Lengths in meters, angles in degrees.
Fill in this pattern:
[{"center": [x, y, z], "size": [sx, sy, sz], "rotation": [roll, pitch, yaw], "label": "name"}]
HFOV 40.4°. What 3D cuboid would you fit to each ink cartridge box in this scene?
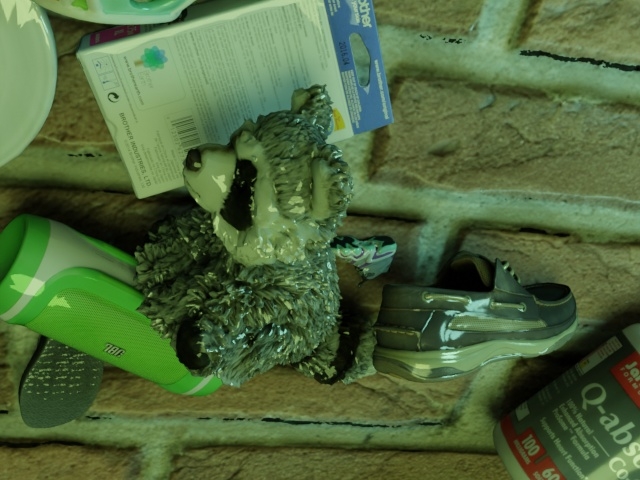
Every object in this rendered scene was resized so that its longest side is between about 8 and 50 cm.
[{"center": [-0.085, -0.175, 0.963], "size": [0.311, 0.065, 0.186], "rotation": [-15, 124, 1], "label": "ink cartridge box"}]

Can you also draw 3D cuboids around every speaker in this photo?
[{"center": [-0.237, 0.082, 1.016], "size": [0.296, 0.131, 0.131], "rotation": [31, 110, -33], "label": "speaker"}]

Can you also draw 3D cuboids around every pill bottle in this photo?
[{"center": [0.448, 0.250, 1.248], "size": [0.363, 0.210, 0.210], "rotation": [-41, 120, 13], "label": "pill bottle"}]

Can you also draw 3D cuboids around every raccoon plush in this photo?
[{"center": [0.000, 0.000, 1.005], "size": [0.299, 0.216, 0.446], "rotation": [-42, 151, 24], "label": "raccoon plush"}]

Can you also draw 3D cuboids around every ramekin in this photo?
[{"center": [-0.393, -0.199, 0.844], "size": [0.273, 0.127, 0.273], "rotation": [-6, 122, -9], "label": "ramekin"}]

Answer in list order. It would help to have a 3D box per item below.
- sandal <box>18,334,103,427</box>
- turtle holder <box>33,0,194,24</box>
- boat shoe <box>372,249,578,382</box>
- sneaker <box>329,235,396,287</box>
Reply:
[{"center": [-0.319, 0.127, 1.110], "size": [0.097, 0.054, 0.254], "rotation": [12, 108, -27], "label": "sandal"}, {"center": [-0.162, -0.324, 0.773], "size": [0.243, 0.320, 0.227], "rotation": [18, 116, 12], "label": "turtle holder"}, {"center": [0.210, 0.081, 1.093], "size": [0.355, 0.132, 0.130], "rotation": [-10, 100, -44], "label": "boat shoe"}, {"center": [0.049, 0.031, 1.130], "size": [0.098, 0.038, 0.069], "rotation": [0, 120, -12], "label": "sneaker"}]
